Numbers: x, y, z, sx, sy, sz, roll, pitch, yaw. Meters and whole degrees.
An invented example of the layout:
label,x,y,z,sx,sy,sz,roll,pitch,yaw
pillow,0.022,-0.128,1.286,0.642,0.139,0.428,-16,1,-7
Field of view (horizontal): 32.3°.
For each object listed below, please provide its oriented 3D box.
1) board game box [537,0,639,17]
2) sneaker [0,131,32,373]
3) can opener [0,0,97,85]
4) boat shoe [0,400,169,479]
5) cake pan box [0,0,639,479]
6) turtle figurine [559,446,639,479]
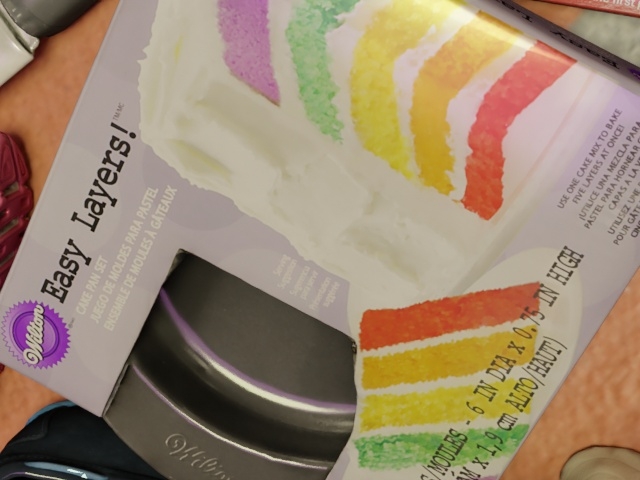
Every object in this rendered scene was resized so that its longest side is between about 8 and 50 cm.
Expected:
label,x,y,z,sx,sy,sz,roll,pitch,yaw
board game box,0.207,-0.157,0.465,0.281,0.027,0.145,11,101,10
sneaker,-0.198,0.022,0.563,0.075,0.063,0.170,16,108,2
can opener,-0.140,-0.131,0.514,0.280,0.093,0.074,-36,93,10
boat shoe,-0.050,0.174,0.548,0.258,0.089,0.109,21,104,7
cake pan box,0.000,0.000,0.499,0.246,0.070,0.266,30,112,2
turtle figurine,0.153,0.196,0.417,0.275,0.266,0.197,-20,96,15
